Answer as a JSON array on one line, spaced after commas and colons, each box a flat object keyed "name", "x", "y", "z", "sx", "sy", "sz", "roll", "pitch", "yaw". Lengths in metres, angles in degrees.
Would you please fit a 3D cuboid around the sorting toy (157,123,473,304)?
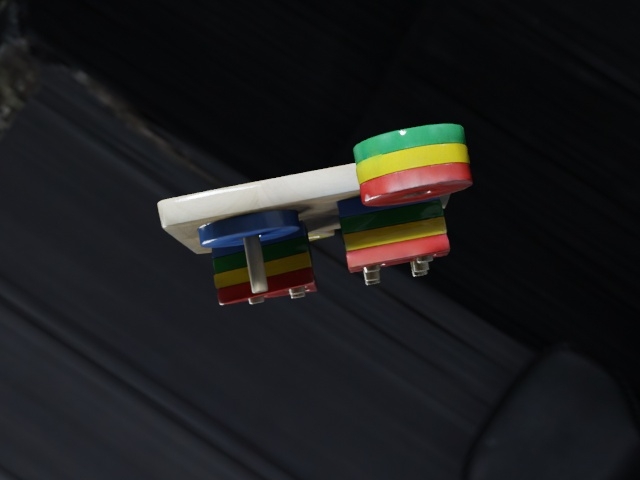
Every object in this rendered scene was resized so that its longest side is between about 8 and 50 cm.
[{"name": "sorting toy", "x": 0.000, "y": 0.000, "z": 0.693, "sx": 0.274, "sy": 0.132, "sz": 0.046, "roll": 72, "pitch": -173, "yaw": -84}]
